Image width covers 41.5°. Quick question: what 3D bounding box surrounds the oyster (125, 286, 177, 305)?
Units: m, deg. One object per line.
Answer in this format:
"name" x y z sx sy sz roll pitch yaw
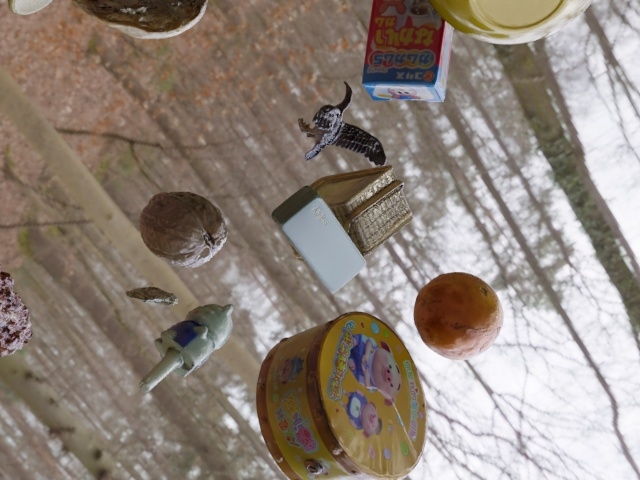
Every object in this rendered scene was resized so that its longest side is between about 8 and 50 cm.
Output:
"oyster" -0.373 0.119 1.848 0.098 0.100 0.037 5 -96 62

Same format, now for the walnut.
"walnut" -0.326 -0.033 1.946 0.178 0.178 0.230 -42 -129 -21

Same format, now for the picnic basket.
"picnic basket" 0.068 -0.061 2.245 0.313 0.175 0.228 -5 -154 49

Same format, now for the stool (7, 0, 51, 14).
"stool" -0.541 -0.483 1.518 0.134 0.110 0.135 -40 175 -17

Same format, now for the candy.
"candy" 0.184 -0.436 1.689 0.157 0.306 0.100 6 172 20

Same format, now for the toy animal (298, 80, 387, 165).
"toy animal" 0.022 -0.289 2.032 0.160 0.197 0.272 -15 159 26

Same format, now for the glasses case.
"glasses case" 0.000 0.000 1.302 0.078 0.184 0.039 -39 -137 -2

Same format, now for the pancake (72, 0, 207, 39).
"pancake" -0.465 -0.644 2.089 0.382 0.382 0.071 -50 170 -41

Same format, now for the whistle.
"whistle" -0.242 0.188 1.541 0.244 0.092 0.110 -41 180 -39

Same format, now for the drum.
"drum" 0.057 0.400 2.059 0.214 0.431 0.431 -25 -161 37

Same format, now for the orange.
"orange" 0.365 0.199 2.240 0.240 0.240 0.240 -34 -165 10

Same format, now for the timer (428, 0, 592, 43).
"timer" 0.328 -0.539 1.472 0.376 0.376 0.387 -28 -144 28

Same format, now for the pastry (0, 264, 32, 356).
"pastry" -0.542 0.101 1.369 0.115 0.208 0.097 1 -131 12
